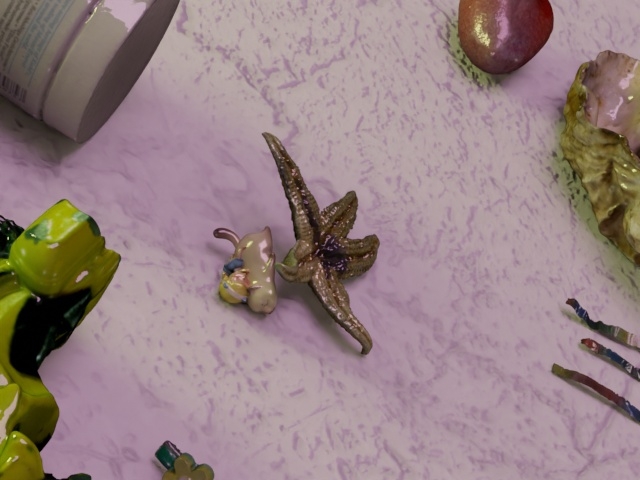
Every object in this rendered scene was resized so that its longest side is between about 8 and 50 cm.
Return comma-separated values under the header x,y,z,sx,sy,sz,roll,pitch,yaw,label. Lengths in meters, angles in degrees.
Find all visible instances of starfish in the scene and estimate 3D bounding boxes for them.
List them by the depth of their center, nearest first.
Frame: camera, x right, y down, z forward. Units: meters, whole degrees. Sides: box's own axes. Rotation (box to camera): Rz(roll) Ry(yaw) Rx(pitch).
x,y,z,sx,sy,sz,roll,pitch,yaw,label
-0.002,0.001,1.690,0.217,0.050,0.223,71,21,-5,starfish

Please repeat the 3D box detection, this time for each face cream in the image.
x,y,z,sx,sy,sz,roll,pitch,yaw,label
-0.230,-0.198,1.669,0.153,0.177,0.177,33,42,3,face cream

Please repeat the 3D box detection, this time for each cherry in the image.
x,y,z,sx,sy,sz,roll,pitch,yaw,label
0.193,-0.235,2.033,0.106,0.087,0.126,43,60,1,cherry

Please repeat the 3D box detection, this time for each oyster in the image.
x,y,z,sx,sy,sz,roll,pitch,yaw,label
0.327,-0.073,1.948,0.166,0.110,0.341,8,44,-33,oyster

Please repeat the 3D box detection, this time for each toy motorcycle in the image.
x,y,z,sx,sy,sz,roll,pitch,yaw,label
-0.247,0.107,1.400,0.206,0.142,0.342,29,44,-6,toy motorcycle

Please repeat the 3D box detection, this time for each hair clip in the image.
x,y,z,sx,sy,sz,roll,pitch,yaw,label
-0.066,0.221,1.474,0.173,0.049,0.049,42,42,8,hair clip

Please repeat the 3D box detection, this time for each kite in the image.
x,y,z,sx,sy,sz,roll,pitch,yaw,label
0.362,0.168,1.809,0.310,0.015,0.169,25,43,-10,kite

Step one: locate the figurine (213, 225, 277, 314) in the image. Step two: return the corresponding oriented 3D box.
x,y,z,sx,sy,sz,roll,pitch,yaw,label
-0.067,0.027,1.662,0.050,0.047,0.083,0,57,-12,figurine
